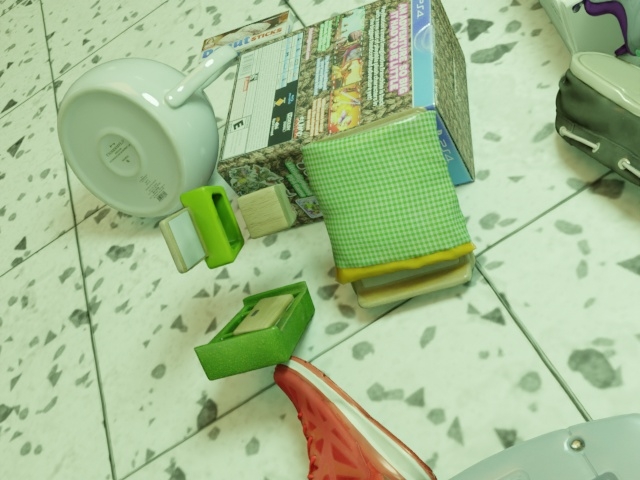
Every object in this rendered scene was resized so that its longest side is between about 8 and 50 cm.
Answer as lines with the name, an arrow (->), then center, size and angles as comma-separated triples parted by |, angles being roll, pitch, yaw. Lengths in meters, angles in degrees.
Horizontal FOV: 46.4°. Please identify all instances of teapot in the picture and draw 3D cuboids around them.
teapot -> -0.245, -0.173, 1.114 | 0.256, 0.252, 0.187 | 13, 39, 19

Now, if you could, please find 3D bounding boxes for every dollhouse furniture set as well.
dollhouse furniture set -> 0.000, 0.000, 0.801 | 0.302, 0.197, 0.151 | -17, 10, 18

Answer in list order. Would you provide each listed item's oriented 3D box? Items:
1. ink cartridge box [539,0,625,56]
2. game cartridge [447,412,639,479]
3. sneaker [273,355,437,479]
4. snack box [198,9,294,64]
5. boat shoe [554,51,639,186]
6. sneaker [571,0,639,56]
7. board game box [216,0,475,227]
ink cartridge box -> 0.406, -0.363, 0.914 | 0.283, 0.117, 0.207 | -23, 47, 15
game cartridge -> 0.173, 0.273, 0.609 | 0.294, 0.060, 0.196 | -31, 49, 8
sneaker -> -0.003, 0.213, 0.745 | 0.128, 0.087, 0.221 | -48, 44, -11
snack box -> -0.131, -0.351, 1.312 | 0.178, 0.022, 0.064 | -11, 52, 24
boat shoe -> 0.362, -0.078, 0.753 | 0.112, 0.095, 0.335 | -11, 43, -24
sneaker -> 0.385, -0.217, 0.809 | 0.098, 0.224, 0.083 | -51, -8, 34
board game box -> 0.036, -0.169, 0.979 | 0.291, 0.141, 0.232 | -13, 50, 23
